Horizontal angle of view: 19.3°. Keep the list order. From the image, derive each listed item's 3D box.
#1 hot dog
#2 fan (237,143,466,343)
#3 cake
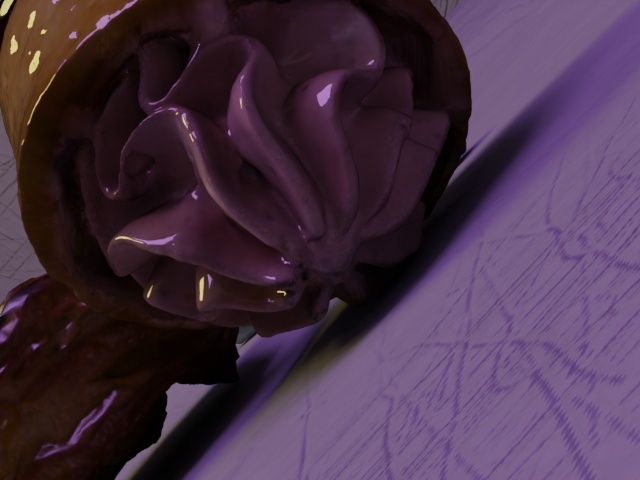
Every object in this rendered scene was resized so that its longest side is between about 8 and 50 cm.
[{"bbox_3d":[-0.122,0.081,0.953,0.175,0.114,0.259,-52,2,-3],"label":"hot dog"},{"bbox_3d":[0.000,0.000,1.009,0.023,0.057,0.282,-38,4,-34],"label":"fan"},{"bbox_3d":[-0.038,-0.036,0.768,0.178,0.207,0.185,-102,17,-51],"label":"cake"}]
